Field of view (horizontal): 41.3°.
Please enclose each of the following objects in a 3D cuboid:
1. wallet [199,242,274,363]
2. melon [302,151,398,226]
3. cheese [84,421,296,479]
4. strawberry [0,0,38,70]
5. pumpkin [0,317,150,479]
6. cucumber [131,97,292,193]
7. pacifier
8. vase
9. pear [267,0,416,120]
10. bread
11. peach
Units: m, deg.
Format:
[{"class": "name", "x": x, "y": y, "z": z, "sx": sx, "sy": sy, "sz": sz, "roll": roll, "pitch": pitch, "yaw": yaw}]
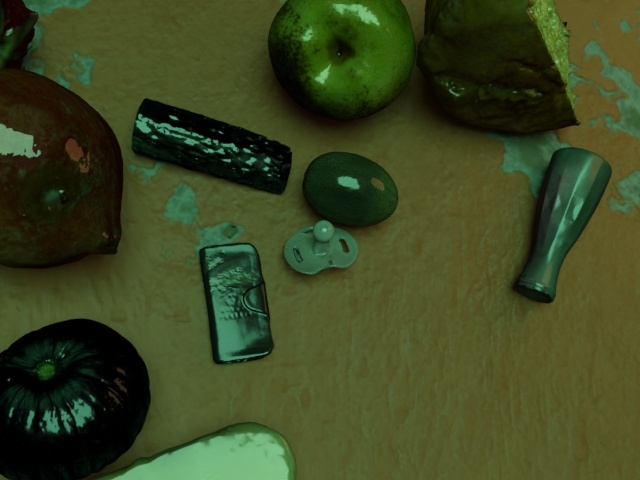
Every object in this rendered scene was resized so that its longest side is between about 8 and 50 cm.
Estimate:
[{"class": "wallet", "x": -0.108, "y": 0.079, "z": 1.098, "sx": 0.082, "sy": 0.018, "sz": 0.156, "roll": -5, "pitch": 74, "yaw": -13}, {"class": "melon", "x": 0.039, "y": -0.067, "z": 1.128, "sx": 0.131, "sy": 0.098, "sz": 0.098, "roll": 22, "pitch": 71, "yaw": -8}, {"class": "cheese", "x": -0.170, "y": 0.418, "z": 0.940, "sx": 0.384, "sy": 0.104, "sz": 0.383, "roll": 3, "pitch": 73, "yaw": -10}, {"class": "strawberry", "x": -0.456, "y": -0.274, "z": 1.063, "sx": 0.184, "sy": 0.187, "sz": 0.201, "roll": -35, "pitch": 53, "yaw": 4}, {"class": "pumpkin", "x": -0.290, "y": 0.183, "z": 0.958, "sx": 0.202, "sy": 0.140, "sz": 0.202, "roll": -4, "pitch": 42, "yaw": 4}, {"class": "cucumber", "x": -0.140, "y": -0.128, "z": 1.130, "sx": 0.212, "sy": 0.062, "sz": 0.077, "roll": 15, "pitch": 71, "yaw": -6}, {"class": "pacifier", "x": 0.000, "y": 0.000, "z": 1.113, "sx": 0.099, "sy": 0.078, "sz": 0.081, "roll": -13, "pitch": 55, "yaw": -13}, {"class": "vase", "x": 0.331, "y": -0.019, "z": 1.183, "sx": 0.086, "sy": 0.086, "sz": 0.214, "roll": 25, "pitch": 75, "yaw": -3}, {"class": "pear", "x": 0.031, "y": -0.261, "z": 1.143, "sx": 0.198, "sy": 0.197, "sz": 0.197, "roll": 3, "pitch": 73, "yaw": -10}, {"class": "bread", "x": 0.230, "y": -0.273, "z": 1.151, "sx": 0.179, "sy": 0.340, "sz": 0.194, "roll": -9, "pitch": 65, "yaw": 26}, {"class": "peach", "x": -0.332, "y": -0.072, "z": 0.993, "sx": 0.257, "sy": 0.232, "sz": 0.232, "roll": 33, "pitch": 70, "yaw": 11}]
